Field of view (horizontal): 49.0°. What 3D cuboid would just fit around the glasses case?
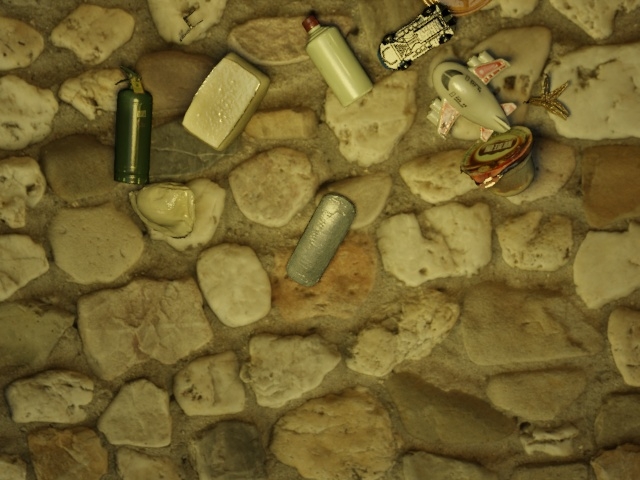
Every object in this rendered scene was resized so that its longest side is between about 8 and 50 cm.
[{"bbox_3d":[0.000,0.000,1.966,0.109,0.067,0.282,26,102,-6],"label":"glasses case"}]

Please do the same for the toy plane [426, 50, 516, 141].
[{"bbox_3d":[0.395,-0.370,1.831,0.252,0.118,0.252,1,101,4],"label":"toy plane"}]

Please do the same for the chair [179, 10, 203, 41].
[{"bbox_3d":[-0.354,-0.571,1.863,0.086,0.037,0.042,-42,110,7],"label":"chair"}]

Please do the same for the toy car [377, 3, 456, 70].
[{"bbox_3d":[0.249,-0.525,1.828,0.216,0.063,0.103,-30,100,20],"label":"toy car"}]

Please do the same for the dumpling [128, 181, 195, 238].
[{"bbox_3d":[-0.423,-0.081,1.941,0.247,0.142,0.172,3,117,37],"label":"dumpling"}]

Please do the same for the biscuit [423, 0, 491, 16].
[{"bbox_3d":[0.339,-0.652,1.810,0.221,0.029,0.142,22,104,-3],"label":"biscuit"}]

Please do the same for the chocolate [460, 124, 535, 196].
[{"bbox_3d":[0.489,-0.186,1.844,0.221,0.221,0.147,-32,114,10],"label":"chocolate"}]

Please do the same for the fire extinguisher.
[{"bbox_3d":[-0.511,-0.311,1.899,0.095,0.114,0.311,21,108,45],"label":"fire extinguisher"}]

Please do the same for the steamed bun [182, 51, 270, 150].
[{"bbox_3d":[-0.245,-0.363,1.842,0.146,0.164,0.241,35,104,-4],"label":"steamed bun"}]

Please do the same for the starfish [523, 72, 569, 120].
[{"bbox_3d":[0.592,-0.375,1.855,0.130,0.041,0.133,-10,97,-3],"label":"starfish"}]

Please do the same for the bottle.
[{"bbox_3d":[0.034,-0.474,1.831,0.104,0.104,0.245,-33,100,10],"label":"bottle"}]
